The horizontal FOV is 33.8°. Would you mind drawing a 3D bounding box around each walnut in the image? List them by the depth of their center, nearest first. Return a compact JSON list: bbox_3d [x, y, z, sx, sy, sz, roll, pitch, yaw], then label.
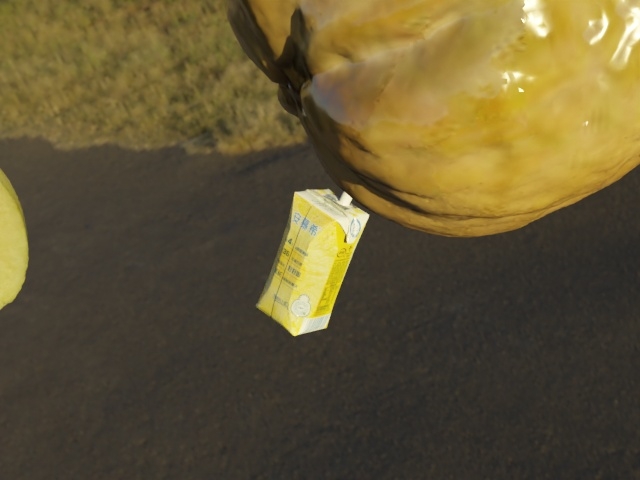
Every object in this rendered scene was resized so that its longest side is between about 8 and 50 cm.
[{"bbox_3d":[0.118,-0.175,0.651,0.344,0.306,0.306,-32,27,-17],"label":"walnut"}]

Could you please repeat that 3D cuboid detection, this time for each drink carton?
[{"bbox_3d":[0.000,0.000,1.134,0.084,0.200,0.074,35,27,34],"label":"drink carton"}]

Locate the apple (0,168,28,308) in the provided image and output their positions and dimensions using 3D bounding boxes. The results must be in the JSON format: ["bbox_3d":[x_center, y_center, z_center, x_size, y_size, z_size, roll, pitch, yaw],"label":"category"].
[{"bbox_3d":[-0.501,-0.002,1.197,0.233,0.258,0.295,31,67,32],"label":"apple"}]
